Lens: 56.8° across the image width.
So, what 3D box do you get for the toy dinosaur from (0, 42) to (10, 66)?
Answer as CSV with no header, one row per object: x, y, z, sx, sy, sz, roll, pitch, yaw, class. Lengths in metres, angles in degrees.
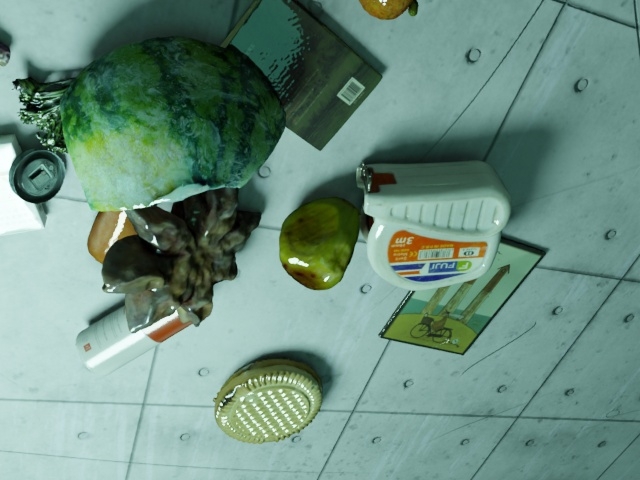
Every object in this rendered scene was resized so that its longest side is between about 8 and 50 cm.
-0.529,-0.291,0.725,0.199,0.072,0.251,-32,116,-3,toy dinosaur

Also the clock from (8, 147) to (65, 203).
-0.424,-0.097,0.886,0.085,0.017,0.085,-39,141,-41,clock

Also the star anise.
-0.212,0.006,0.941,0.315,0.108,0.315,-34,142,-32,star anise

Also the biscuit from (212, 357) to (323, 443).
-0.113,0.357,1.305,0.259,0.079,0.259,-7,128,-9,biscuit

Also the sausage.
-0.317,-0.040,0.953,0.076,0.076,0.198,21,119,-28,sausage

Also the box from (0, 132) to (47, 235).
-0.483,-0.082,0.898,0.083,0.040,0.155,-9,129,-8,box

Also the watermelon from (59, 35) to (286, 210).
-0.188,-0.161,0.817,0.305,0.180,0.224,-17,88,-10,watermelon

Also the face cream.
-0.330,0.156,1.084,0.214,0.096,0.096,-31,128,9,face cream

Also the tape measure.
0.192,-0.033,1.062,0.258,0.130,0.265,-4,132,-6,tape measure

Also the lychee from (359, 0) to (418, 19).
0.106,-0.358,0.807,0.140,0.115,0.101,11,150,-1,lychee

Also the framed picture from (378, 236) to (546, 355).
0.302,0.118,1.278,0.244,0.013,0.324,15,122,-25,framed picture

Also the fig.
0.000,0.000,1.026,0.154,0.144,0.166,11,114,-47,fig

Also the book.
-0.035,-0.254,0.897,0.228,0.024,0.160,31,113,-32,book

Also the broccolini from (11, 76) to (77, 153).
-0.295,-0.183,0.869,0.271,0.062,0.123,-6,137,-14,broccolini
